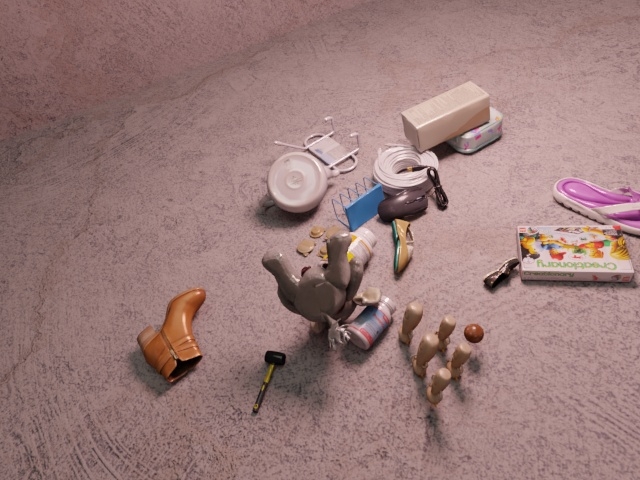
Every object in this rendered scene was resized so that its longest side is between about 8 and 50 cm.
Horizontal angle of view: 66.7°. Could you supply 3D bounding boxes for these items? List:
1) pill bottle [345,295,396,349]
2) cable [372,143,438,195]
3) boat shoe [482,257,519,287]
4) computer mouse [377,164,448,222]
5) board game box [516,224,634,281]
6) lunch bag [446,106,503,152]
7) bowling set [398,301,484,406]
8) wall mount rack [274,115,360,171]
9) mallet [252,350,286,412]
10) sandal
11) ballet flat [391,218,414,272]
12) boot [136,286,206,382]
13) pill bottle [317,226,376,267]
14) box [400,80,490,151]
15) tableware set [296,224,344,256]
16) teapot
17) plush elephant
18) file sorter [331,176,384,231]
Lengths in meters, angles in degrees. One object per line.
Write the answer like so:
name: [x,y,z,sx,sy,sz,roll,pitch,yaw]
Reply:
pill bottle: [0.157,0.245,1.470,0.087,0.087,0.160,28,60,35]
cable: [0.334,-0.274,1.915,0.257,0.089,0.257,7,51,20]
boat shoe: [0.571,0.102,1.518,0.133,0.049,0.042,-33,45,-8]
computer mouse: [0.327,-0.177,1.771,0.262,0.060,0.184,-14,89,2]
board game box: [0.781,0.038,1.518,0.305,0.053,0.193,0,48,15]
lunch bag: [0.595,-0.486,2.029,0.224,0.108,0.279,-33,46,-9]
bowling set: [0.349,0.310,1.343,0.200,0.154,0.287,-1,43,-11]
wall mount rack: [-0.010,-0.403,2.102,0.304,0.130,0.350,-32,47,-15]
mallet: [-0.168,0.412,1.440,0.062,0.039,0.190,13,56,24]
sandal: [0.974,-0.125,1.584,0.416,0.102,0.169,22,57,31]
ballet flat: [0.287,0.013,1.665,0.073,0.080,0.232,5,49,0]
boot: [-0.441,0.298,1.566,0.283,0.109,0.220,-40,49,-19]
pill bottle: [0.095,0.053,1.647,0.117,0.117,0.215,27,58,34]
box: [0.490,-0.487,1.907,0.311,0.121,0.148,-24,45,-1]
tableware set: [0.000,0.000,1.794,0.141,0.020,0.169,13,53,28]
teapot: [-0.088,-0.215,1.916,0.256,0.187,0.252,20,86,9]
plush elephant: [0.027,0.149,1.448,0.272,0.255,0.330,-23,81,11]
file sorter: [0.141,-0.141,1.822,0.170,0.118,0.104,-35,44,-18]
